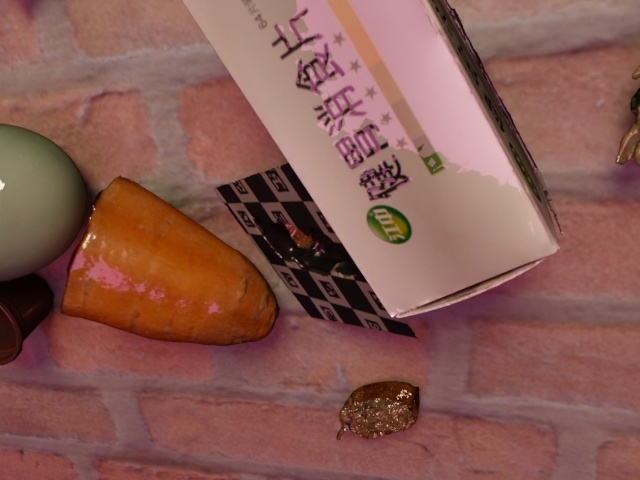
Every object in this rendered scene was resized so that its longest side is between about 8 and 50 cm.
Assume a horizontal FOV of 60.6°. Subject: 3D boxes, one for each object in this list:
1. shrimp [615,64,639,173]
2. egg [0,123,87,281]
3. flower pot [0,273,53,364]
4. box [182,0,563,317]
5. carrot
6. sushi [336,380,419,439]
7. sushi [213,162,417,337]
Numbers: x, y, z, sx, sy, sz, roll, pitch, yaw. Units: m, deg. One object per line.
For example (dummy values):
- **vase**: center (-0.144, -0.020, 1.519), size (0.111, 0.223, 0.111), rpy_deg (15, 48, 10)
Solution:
- **shrimp**: center (0.362, -0.155, 0.396), size (0.168, 0.077, 0.317), rpy_deg (41, 112, -7)
- **egg**: center (-0.361, -0.038, 0.593), size (0.230, 0.168, 0.168), rpy_deg (-10, 112, 25)
- **flower pot**: center (-0.408, 0.090, 0.713), size (0.111, 0.089, 0.111), rpy_deg (6, 116, 12)
- **box**: center (0.047, -0.128, 0.437), size (0.145, 0.173, 0.333), rpy_deg (-28, 106, 24)
- **carrot**: center (-0.149, 0.039, 0.600), size (0.224, 0.159, 0.159), rpy_deg (21, 119, -7)
- **sushi**: center (0.069, 0.209, 0.665), size (0.120, 0.055, 0.052), rpy_deg (-16, 117, 23)
- **sushi**: center (0.000, 0.000, 0.546), size (0.192, 0.050, 0.215), rpy_deg (54, 158, -16)
